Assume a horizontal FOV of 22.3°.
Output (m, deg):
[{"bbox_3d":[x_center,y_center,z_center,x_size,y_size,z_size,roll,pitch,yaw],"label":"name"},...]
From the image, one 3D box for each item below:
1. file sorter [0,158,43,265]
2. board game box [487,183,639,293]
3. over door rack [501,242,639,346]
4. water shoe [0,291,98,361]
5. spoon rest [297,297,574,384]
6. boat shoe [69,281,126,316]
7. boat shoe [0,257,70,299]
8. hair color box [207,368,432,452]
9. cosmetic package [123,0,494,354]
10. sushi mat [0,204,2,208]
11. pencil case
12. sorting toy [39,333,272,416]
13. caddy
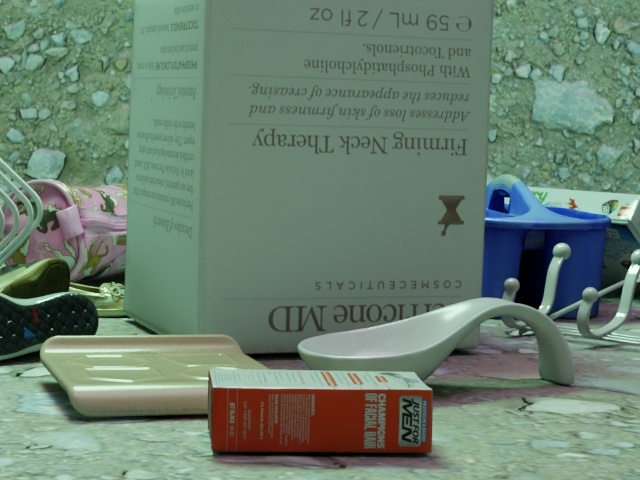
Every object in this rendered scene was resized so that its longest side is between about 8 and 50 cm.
[{"bbox_3d":[-0.443,-0.028,1.807,0.193,0.173,0.278,45,5,-1],"label":"file sorter"},{"bbox_3d":[0.376,-0.001,2.399,0.305,0.053,0.193,7,-32,44],"label":"board game box"},{"bbox_3d":[0.401,0.062,1.932,0.239,0.108,0.324,7,7,42],"label":"over door rack"},{"bbox_3d":[-0.319,0.092,1.626,0.203,0.073,0.080,3,-19,-42],"label":"water shoe"},{"bbox_3d":[0.110,0.097,1.531,0.276,0.084,0.137,1,5,-25],"label":"spoon rest"},{"bbox_3d":[-0.280,0.065,1.969,0.153,0.048,0.056,2,5,2],"label":"boat shoe"},{"bbox_3d":[-0.346,0.060,1.821,0.073,0.080,0.223,8,10,11],"label":"boat shoe"},{"bbox_3d":[-0.003,0.131,1.257,0.167,0.053,0.093,0,4,-5],"label":"hair color box"},{"bbox_3d":[-0.023,-0.088,1.828,0.329,0.394,0.327,0,5,-21],"label":"cosmetic package"},{"bbox_3d":[-0.579,-0.019,2.583,0.151,0.019,0.316,42,20,18],"label":"sushi mat"},{"bbox_3d":[-0.294,-0.017,2.338,0.160,0.167,0.386,43,23,21],"label":"pencil case"},{"bbox_3d":[-0.140,0.123,1.438,0.193,0.038,0.208,0,9,-17],"label":"sorting toy"},{"bbox_3d":[0.249,0.000,2.189,0.241,0.179,0.341,2,4,-12],"label":"caddy"}]
